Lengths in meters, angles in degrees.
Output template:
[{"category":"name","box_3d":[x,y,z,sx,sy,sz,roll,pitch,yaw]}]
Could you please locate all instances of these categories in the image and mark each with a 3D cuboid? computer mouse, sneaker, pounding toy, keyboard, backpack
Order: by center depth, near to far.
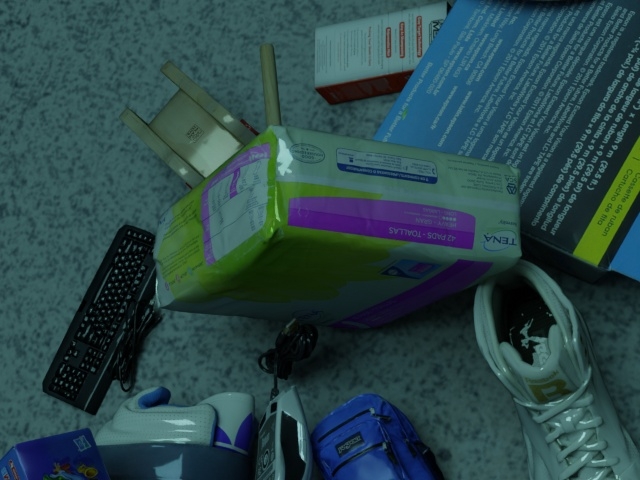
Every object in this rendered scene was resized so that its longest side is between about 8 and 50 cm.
[{"category":"sneaker","box_3d":[0.199,0.156,1.364,0.108,0.169,0.292,-25,63,12]},{"category":"backpack","box_3d":[0.048,0.195,1.458,0.098,0.101,0.120,-29,57,4]},{"category":"computer mouse","box_3d":[-0.028,0.168,1.464,0.042,0.106,0.193,13,59,-17]},{"category":"sneaker","box_3d":[-0.094,0.255,1.479,0.323,0.130,0.236,23,85,35]},{"category":"pounding toy","box_3d":[-0.064,-0.097,1.606,0.155,0.154,0.269,-49,40,0]},{"category":"keyboard","box_3d":[-0.211,0.077,1.658,0.100,0.038,0.192,19,80,29]}]

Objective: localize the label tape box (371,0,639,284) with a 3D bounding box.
[{"category":"label tape box","box_3d":[0.241,-0.096,1.477,0.334,0.106,0.240,27,82,31]}]

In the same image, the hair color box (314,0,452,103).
[{"category":"hair color box","box_3d":[0.066,-0.184,1.629,0.141,0.043,0.072,-8,67,23]}]

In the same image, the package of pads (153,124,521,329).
[{"category":"package of pads","box_3d":[0.000,0.000,1.405,0.296,0.229,0.101,148,126,-62]}]

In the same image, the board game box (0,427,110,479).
[{"category":"board game box","box_3d":[-0.217,0.368,1.418,0.233,0.078,0.347,-42,66,45]}]
